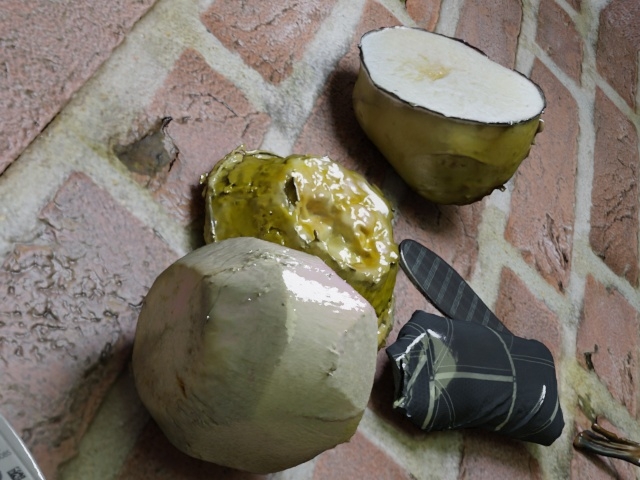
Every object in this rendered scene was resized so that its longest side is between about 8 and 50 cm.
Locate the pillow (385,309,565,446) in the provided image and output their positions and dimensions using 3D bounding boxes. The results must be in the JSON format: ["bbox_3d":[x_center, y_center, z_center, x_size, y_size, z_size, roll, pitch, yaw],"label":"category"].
[{"bbox_3d":[0.203,0.181,1.406,0.335,0.093,0.161,17,51,-40],"label":"pillow"}]

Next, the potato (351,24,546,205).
[{"bbox_3d":[0.167,-0.175,1.623,0.300,0.196,0.246,35,41,25],"label":"potato"}]

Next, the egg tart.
[{"bbox_3d":[0.000,0.000,1.303,0.315,0.120,0.315,28,41,-28],"label":"egg tart"}]

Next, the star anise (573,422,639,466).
[{"bbox_3d":[0.505,0.356,1.493,0.148,0.346,0.237,-38,135,-32],"label":"star anise"}]

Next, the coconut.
[{"bbox_3d":[-0.050,0.113,1.051,0.230,0.227,0.227,17,48,-34],"label":"coconut"}]

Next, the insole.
[{"bbox_3d":[0.222,0.107,1.569,0.309,0.012,0.110,45,33,-11],"label":"insole"}]

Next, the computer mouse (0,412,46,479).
[{"bbox_3d":[-0.264,0.235,0.778,0.297,0.121,0.184,43,41,12],"label":"computer mouse"}]
